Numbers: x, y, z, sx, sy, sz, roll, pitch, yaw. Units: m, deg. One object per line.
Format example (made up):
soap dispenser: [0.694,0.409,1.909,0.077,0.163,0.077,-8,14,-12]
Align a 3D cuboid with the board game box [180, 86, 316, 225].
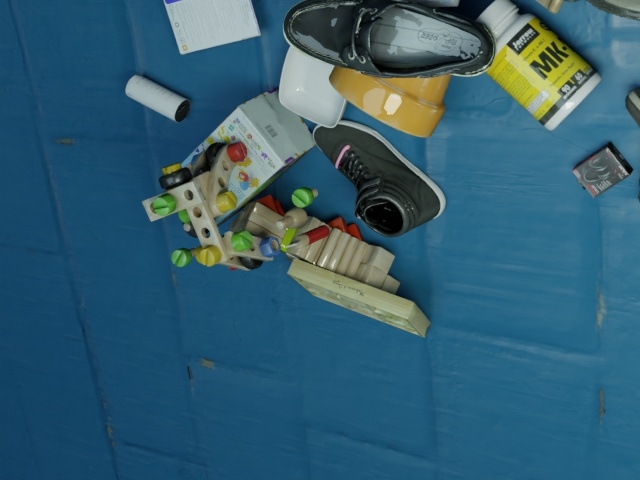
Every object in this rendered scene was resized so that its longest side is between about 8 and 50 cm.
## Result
board game box: [-0.161,-0.158,1.813,0.275,0.142,0.144,-37,92,38]

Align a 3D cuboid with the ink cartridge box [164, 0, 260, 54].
ink cartridge box: [-0.216,-0.480,1.747,0.208,0.045,0.206,-4,111,34]

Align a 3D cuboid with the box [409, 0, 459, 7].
box: [0.170,-0.461,1.446,0.145,0.186,0.038,6,160,29]

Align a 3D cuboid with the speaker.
speaker: [-0.344,-0.302,1.910,0.136,0.055,0.055,28,125,17]

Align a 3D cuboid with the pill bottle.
pill bottle: [0.337,-0.288,1.452,0.208,0.119,0.119,44,128,6]

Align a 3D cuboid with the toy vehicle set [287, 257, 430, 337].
toy vehicle set: [0.079,0.115,1.797,0.267,0.166,0.035,19,79,24]

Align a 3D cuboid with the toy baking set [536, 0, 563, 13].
toy baking set: [0.331,-0.477,1.365,0.197,0.030,0.256,18,114,47]

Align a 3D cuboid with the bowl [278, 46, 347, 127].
bowl: [-0.002,-0.300,1.699,0.142,0.053,0.142,28,126,18]

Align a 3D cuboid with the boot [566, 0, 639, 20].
boot: [0.445,-0.425,1.337,0.246,0.083,0.161,24,123,26]

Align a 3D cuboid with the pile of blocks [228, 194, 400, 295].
pile of blocks: [0.000,0.000,1.825,0.362,0.149,0.112,25,81,1]

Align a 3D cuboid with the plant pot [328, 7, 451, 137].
plant pot: [0.147,-0.307,1.526,0.205,0.205,0.188,35,111,13]

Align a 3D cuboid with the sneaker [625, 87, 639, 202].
sneaker: [0.530,-0.128,1.434,0.222,0.083,0.118,52,129,-2]

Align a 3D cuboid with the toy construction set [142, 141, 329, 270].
toy construction set: [-0.168,-0.036,1.618,0.309,0.237,0.257,11,106,23]

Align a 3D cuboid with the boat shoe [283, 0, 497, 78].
boat shoe: [0.100,-0.312,1.383,0.340,0.113,0.127,15,104,6]

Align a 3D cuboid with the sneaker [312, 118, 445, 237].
sneaker: [0.083,-0.118,1.678,0.296,0.147,0.104,37,129,12]

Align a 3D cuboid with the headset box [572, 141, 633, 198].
headset box: [0.469,-0.116,1.511,0.083,0.032,0.062,-37,91,37]
